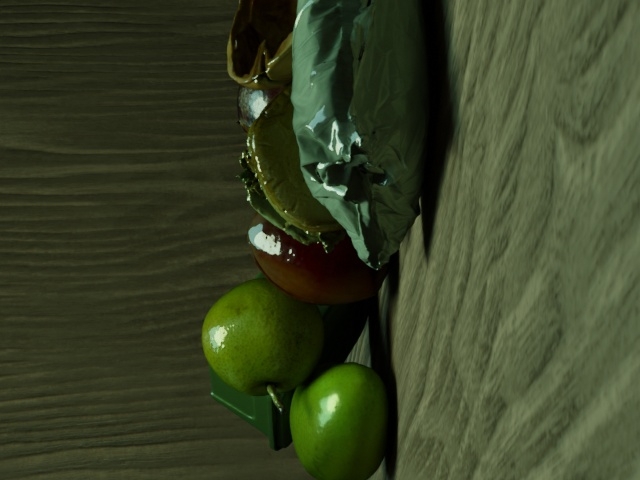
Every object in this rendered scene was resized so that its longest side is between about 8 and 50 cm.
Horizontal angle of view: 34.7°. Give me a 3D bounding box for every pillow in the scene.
[{"bbox_3d":[0.046,-0.152,1.058,0.283,0.138,0.309,74,-165,-64],"label":"pillow"}]

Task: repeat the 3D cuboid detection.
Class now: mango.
[{"bbox_3d":[0.031,0.274,1.526,0.273,0.149,0.185,128,144,-81],"label":"mango"}]

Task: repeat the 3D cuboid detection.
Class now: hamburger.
[{"bbox_3d":[0.010,-0.105,1.265,0.215,0.189,0.122,-52,3,-8],"label":"hamburger"}]

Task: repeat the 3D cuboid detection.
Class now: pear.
[{"bbox_3d":[-0.081,0.161,1.496,0.166,0.180,0.216,70,-169,-61],"label":"pear"}]

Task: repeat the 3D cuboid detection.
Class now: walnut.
[{"bbox_3d":[-0.032,-0.272,1.240,0.167,0.087,0.211,-10,65,51],"label":"walnut"}]

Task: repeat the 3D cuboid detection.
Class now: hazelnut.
[{"bbox_3d":[0.000,0.000,1.431,0.208,0.208,0.208,179,90,-88],"label":"hazelnut"}]

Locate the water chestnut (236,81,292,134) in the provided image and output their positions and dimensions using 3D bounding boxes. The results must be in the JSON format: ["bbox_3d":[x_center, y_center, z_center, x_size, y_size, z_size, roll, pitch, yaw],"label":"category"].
[{"bbox_3d":[-0.011,-0.184,1.446,0.223,0.224,0.238,-96,21,-71],"label":"water chestnut"}]

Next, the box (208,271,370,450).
[{"bbox_3d":[-0.053,0.159,1.745,0.328,0.178,0.252,-56,-17,-33],"label":"box"}]
